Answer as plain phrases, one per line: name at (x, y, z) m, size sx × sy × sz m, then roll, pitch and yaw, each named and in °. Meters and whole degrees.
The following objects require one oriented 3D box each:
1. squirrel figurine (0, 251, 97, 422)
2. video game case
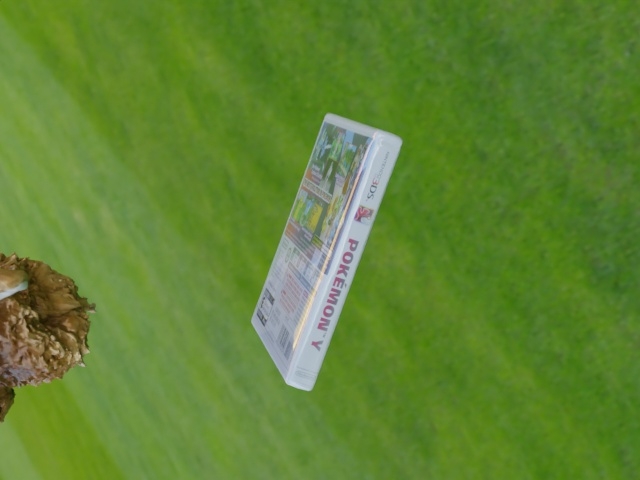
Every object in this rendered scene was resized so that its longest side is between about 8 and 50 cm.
squirrel figurine at (-0.449, 0.120, 1.575) m, size 0.281 × 0.397 × 0.370 m, roll 30°, pitch 118°, yaw 15°
video game case at (0.000, 0.000, 1.017) m, size 0.201 × 0.023 × 0.183 m, roll -137°, pitch 67°, yaw -77°
